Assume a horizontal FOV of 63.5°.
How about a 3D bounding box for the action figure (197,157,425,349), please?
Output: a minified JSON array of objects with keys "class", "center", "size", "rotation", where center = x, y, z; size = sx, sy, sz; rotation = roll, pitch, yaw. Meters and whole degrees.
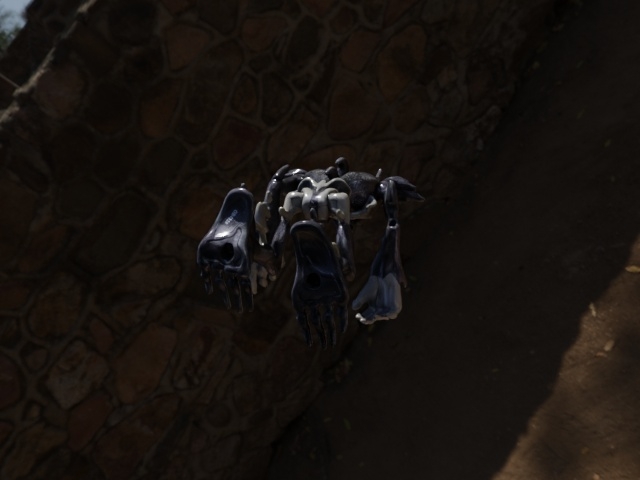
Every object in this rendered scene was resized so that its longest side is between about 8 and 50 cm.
[{"class":"action figure","center":[0.000,0.000,0.473],"size":[0.275,0.163,0.141],"rotation":[-39,-42,-67]}]
